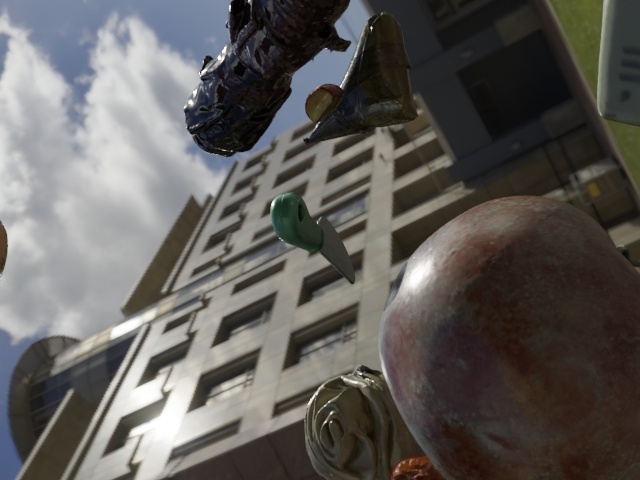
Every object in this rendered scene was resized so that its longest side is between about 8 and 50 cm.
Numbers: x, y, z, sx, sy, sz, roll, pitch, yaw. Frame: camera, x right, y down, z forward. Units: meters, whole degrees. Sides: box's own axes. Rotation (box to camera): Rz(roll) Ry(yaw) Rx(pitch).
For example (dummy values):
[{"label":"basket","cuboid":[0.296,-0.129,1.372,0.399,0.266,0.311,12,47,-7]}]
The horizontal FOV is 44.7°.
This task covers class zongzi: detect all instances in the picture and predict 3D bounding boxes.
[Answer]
[{"label":"zongzi","cuboid":[0.066,-0.315,1.544,0.112,0.242,0.220,18,-117,-56]}]

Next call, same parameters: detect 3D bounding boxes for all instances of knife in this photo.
[{"label":"knife","cuboid":[0.000,-0.002,0.979,0.260,0.035,0.063,39,-135,-64]}]

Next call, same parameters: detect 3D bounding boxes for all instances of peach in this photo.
[{"label":"peach","cuboid":[0.004,-0.249,1.379,0.050,0.077,0.083,47,-177,-1]}]

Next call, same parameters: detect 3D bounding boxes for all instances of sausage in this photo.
[{"label":"sausage","cuboid":[0.193,0.399,1.172,0.097,0.094,0.348,54,-177,37]}]

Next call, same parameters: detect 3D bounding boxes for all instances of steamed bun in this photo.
[{"label":"steamed bun","cuboid":[0.061,0.320,1.334,0.144,0.218,0.211,25,-107,-57]}]

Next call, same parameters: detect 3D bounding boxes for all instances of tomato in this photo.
[{"label":"tomato","cuboid":[0.210,0.110,0.764,0.316,0.283,0.316,61,-174,-11]}]

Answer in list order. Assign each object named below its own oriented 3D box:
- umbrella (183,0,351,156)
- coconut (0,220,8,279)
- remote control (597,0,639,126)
[{"label":"umbrella","cuboid":[-0.040,-0.167,0.630,0.090,0.326,0.094,-28,-99,-34]},{"label":"coconut","cuboid":[-0.391,0.029,0.769,0.147,0.153,0.147,19,-130,-24]},{"label":"remote control","cuboid":[0.222,-0.070,0.229,0.038,0.285,0.123,-19,-62,-37]}]
